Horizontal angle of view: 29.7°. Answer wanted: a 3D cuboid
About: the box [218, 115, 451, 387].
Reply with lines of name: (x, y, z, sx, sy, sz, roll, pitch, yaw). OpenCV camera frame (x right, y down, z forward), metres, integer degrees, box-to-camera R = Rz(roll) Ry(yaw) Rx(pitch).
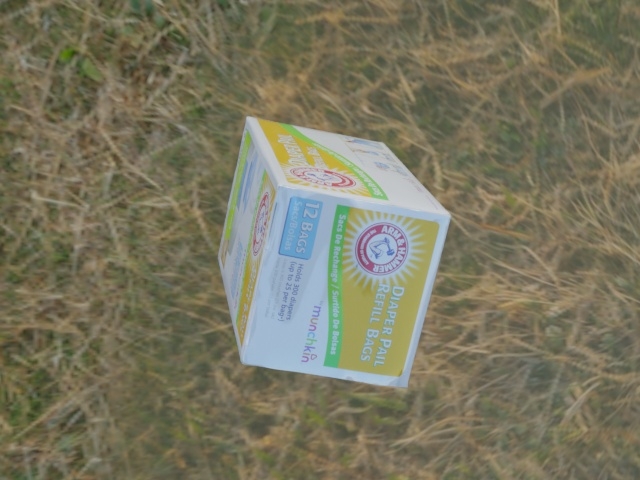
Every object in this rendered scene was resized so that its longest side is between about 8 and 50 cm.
box: (0.000, 0.000, 0.776, 0.103, 0.203, 0.114, 10, 106, -12)
